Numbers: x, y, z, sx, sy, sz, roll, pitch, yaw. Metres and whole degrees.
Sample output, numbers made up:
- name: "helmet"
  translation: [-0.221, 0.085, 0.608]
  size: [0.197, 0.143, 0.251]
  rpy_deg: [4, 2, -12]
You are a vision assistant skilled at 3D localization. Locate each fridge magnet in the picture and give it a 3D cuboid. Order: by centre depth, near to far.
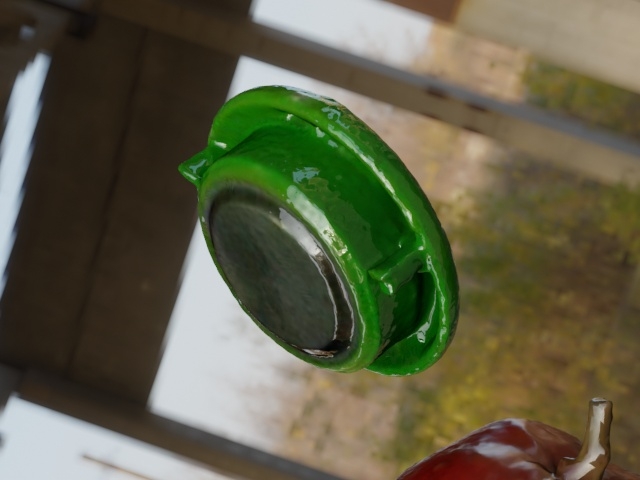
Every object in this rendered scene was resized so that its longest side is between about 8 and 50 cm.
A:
- name: "fridge magnet"
  translation: [0.000, 0.000, 1.133]
  size: [0.088, 0.208, 0.208]
  rpy_deg: [-38, -22, -29]

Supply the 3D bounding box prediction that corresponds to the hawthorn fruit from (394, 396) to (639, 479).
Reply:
- name: "hawthorn fruit"
  translation: [0.112, 0.189, 1.007]
  size: [0.205, 0.205, 0.253]
  rpy_deg: [-66, -9, -53]
